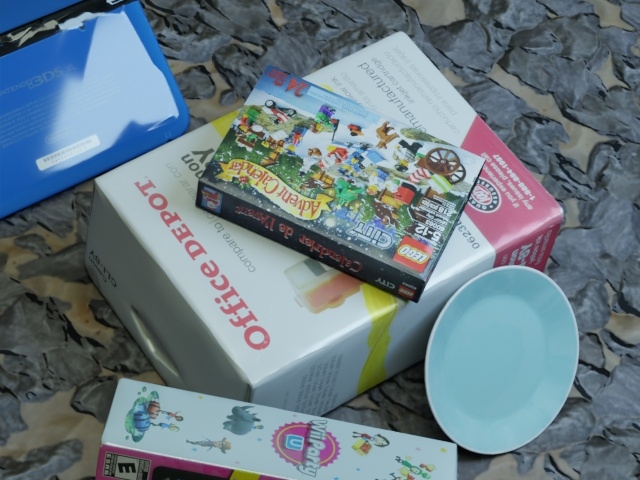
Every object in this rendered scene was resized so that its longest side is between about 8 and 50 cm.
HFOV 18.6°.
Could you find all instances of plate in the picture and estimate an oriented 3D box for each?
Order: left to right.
[{"bbox_3d":[0.173,0.115,1.911,0.188,0.188,0.024,-30,23,-25],"label":"plate"}]

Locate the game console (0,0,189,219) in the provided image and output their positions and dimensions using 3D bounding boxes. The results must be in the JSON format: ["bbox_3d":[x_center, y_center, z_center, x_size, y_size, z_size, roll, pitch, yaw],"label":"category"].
[{"bbox_3d":[-0.330,-0.165,2.078,0.293,0.173,0.250,-26,95,-23],"label":"game console"}]

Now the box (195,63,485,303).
[{"bbox_3d":[0.020,-0.056,1.854,0.233,0.044,0.159,24,56,6],"label":"box"}]

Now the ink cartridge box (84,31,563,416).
[{"bbox_3d":[0.000,0.000,1.939,0.385,0.160,0.279,-28,65,-25],"label":"ink cartridge box"}]

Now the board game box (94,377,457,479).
[{"bbox_3d":[-0.050,0.262,1.711,0.303,0.224,0.097,10,32,-2],"label":"board game box"}]
